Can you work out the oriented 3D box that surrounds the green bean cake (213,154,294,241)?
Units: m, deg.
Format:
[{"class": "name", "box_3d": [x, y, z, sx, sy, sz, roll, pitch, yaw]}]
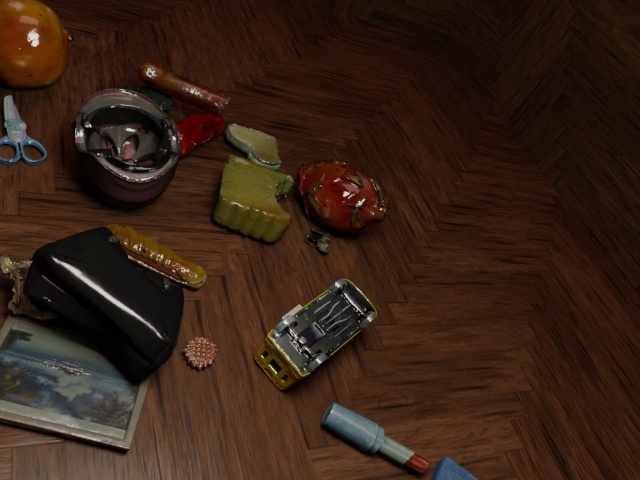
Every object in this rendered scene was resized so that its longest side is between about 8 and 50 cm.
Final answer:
[{"class": "green bean cake", "box_3d": [-0.197, -0.119, 1.703, 0.233, 0.124, 0.236, 18, 40, -16]}]

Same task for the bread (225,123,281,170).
[{"class": "bread", "box_3d": [-0.219, -0.322, 1.956, 0.232, 0.064, 0.172, 40, 38, 8]}]

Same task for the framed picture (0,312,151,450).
[{"class": "framed picture", "box_3d": [-0.507, 0.280, 1.140, 0.315, 0.024, 0.232, 20, 38, -16]}]

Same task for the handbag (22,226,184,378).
[{"class": "handbag", "box_3d": [-0.444, 0.107, 1.249, 0.342, 0.152, 0.288, 43, 19, -12]}]

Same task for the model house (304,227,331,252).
[{"class": "model house", "box_3d": [0.000, 0.000, 1.773, 0.083, 0.057, 0.058, 22, 8, 18]}]

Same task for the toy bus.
[{"class": "toy bus", "box_3d": [-0.004, 0.230, 1.437, 0.144, 0.152, 0.330, 48, 43, 11]}]

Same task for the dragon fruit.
[{"class": "dragon fruit", "box_3d": [0.066, -0.138, 1.830, 0.315, 0.250, 0.250, 14, 40, -1]}]

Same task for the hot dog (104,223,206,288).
[{"class": "hot dog", "box_3d": [-0.418, 0.037, 1.438, 0.286, 0.061, 0.087, 26, 27, -10]}]

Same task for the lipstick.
[{"class": "lipstick", "box_3d": [0.135, 0.472, 1.339, 0.274, 0.061, 0.068, 30, 36, -3]}]

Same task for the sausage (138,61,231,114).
[{"class": "sausage", "box_3d": [-0.438, -0.488, 1.838, 0.302, 0.076, 0.103, 19, -4, -24]}]

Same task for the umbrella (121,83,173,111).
[{"class": "umbrella", "box_3d": [-0.573, -0.431, 1.807, 0.143, 0.094, 0.348, 55, 37, -19]}]

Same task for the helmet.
[{"class": "helmet", "box_3d": [-0.523, -0.230, 1.540, 0.271, 0.197, 0.338, -6, 52, -31]}]

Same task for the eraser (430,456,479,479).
[{"class": "eraser", "box_3d": [0.392, 0.656, 1.330, 0.312, 0.042, 0.144, 37, 38, 6]}]

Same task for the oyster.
[{"class": "oyster", "box_3d": [-0.603, 0.100, 1.224, 0.191, 0.081, 0.163, 53, 28, -10]}]

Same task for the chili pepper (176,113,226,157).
[{"class": "chili pepper", "box_3d": [-0.412, -0.335, 1.808, 0.110, 0.110, 0.387, 36, 35, 5]}]

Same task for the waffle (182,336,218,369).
[{"class": "waffle", "box_3d": [-0.278, 0.260, 1.315, 0.075, 0.029, 0.083, 38, 41, 8]}]

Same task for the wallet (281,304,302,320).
[{"class": "wallet", "box_3d": [-0.066, 0.205, 1.532, 0.044, 0.011, 0.083, 42, 40, 13]}]

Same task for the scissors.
[{"class": "scissors", "box_3d": [-0.827, -0.300, 1.544, 0.125, 0.030, 0.256, -4, 54, -36]}]

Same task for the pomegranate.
[{"class": "pomegranate", "box_3d": [-0.853, -0.573, 1.650, 0.265, 0.264, 0.264, 19, 40, -17]}]
